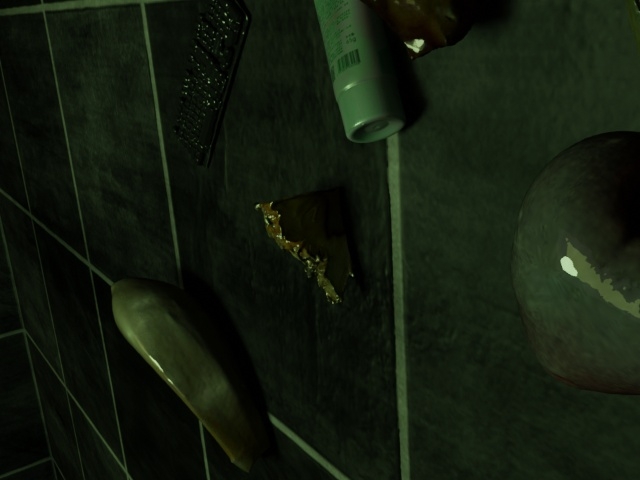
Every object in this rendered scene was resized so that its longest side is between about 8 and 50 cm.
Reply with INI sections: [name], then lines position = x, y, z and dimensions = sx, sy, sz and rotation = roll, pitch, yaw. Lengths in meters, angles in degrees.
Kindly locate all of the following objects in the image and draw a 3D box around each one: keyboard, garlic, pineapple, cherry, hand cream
[keyboard]
position = -0.126, -0.176, 0.809
dimensions = 0.072, 0.023, 0.231
rotation = 57, 145, 23
[garlic]
position = -0.168, 0.156, 0.941
dimensions = 0.318, 0.112, 0.143
rotation = 56, 168, 18
[pineapple]
position = 0.000, 0.000, 0.659
dimensions = 0.114, 0.077, 0.114
rotation = 60, -177, 3
[cherry]
position = 0.167, 0.038, 0.344
dimensions = 0.188, 0.115, 0.148
rotation = 48, 122, 28
[hand cream]
position = 0.023, -0.163, 0.559
dimensions = 0.076, 0.047, 0.174
rotation = -37, 63, 58

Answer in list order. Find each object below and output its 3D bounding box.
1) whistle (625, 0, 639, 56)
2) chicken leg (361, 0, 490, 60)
[whistle]
position = 0.138, -0.221, 0.323
dimensions = 0.068, 0.057, 0.327
rotation = -13, 92, 59
[chicken leg]
position = 0.037, -0.260, 0.427
dimensions = 0.093, 0.113, 0.305
rotation = -136, 34, -74
